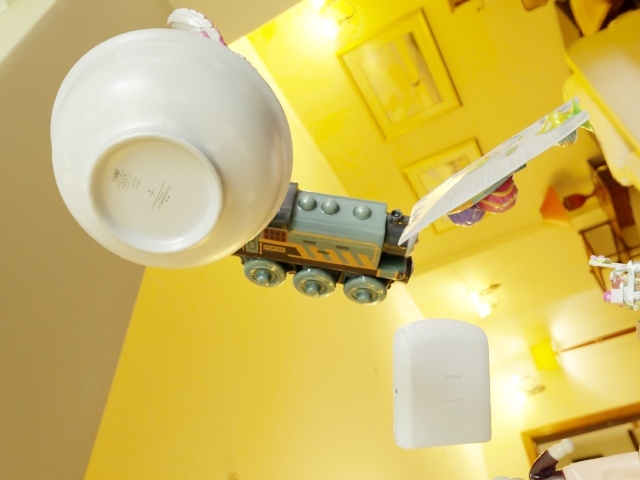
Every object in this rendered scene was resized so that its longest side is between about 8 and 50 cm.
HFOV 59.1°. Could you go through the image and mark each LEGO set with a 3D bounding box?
[{"bbox_3d":[0.585,0.096,1.084,0.287,0.107,0.132,36,-110,-48],"label":"LEGO set"}]

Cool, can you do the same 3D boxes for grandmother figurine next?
[{"bbox_3d":[0.518,0.517,1.167,0.104,0.342,0.208,20,-124,-61],"label":"grandmother figurine"}]

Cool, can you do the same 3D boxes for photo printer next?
[{"bbox_3d":[0.305,0.351,1.415,0.107,0.255,0.308,161,112,-68],"label":"photo printer"}]

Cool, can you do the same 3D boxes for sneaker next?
[{"bbox_3d":[-0.218,-0.339,1.079,0.252,0.111,0.103,46,178,13],"label":"sneaker"}]

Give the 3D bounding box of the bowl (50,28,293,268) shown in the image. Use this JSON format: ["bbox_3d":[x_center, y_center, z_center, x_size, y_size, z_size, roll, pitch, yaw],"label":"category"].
[{"bbox_3d":[-0.175,-0.077,0.647,0.298,0.297,0.134,58,-169,-27],"label":"bowl"}]

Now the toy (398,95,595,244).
[{"bbox_3d":[0.206,-0.067,0.654,0.056,0.237,0.137,48,-152,-6],"label":"toy"}]

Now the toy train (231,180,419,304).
[{"bbox_3d":[0.000,0.000,0.944,0.190,0.333,0.142,97,-176,-51],"label":"toy train"}]
